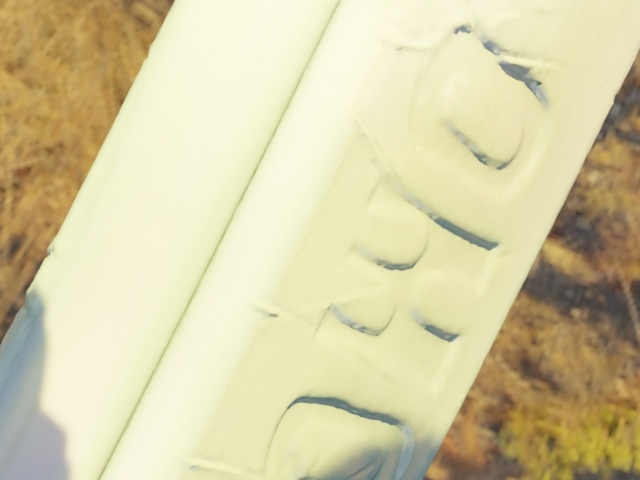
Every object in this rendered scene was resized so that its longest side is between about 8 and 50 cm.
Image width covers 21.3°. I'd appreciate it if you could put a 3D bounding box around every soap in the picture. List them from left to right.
[{"bbox_3d":[0.000,0.000,0.619,0.095,0.289,0.173,27,180,34],"label":"soap"}]
